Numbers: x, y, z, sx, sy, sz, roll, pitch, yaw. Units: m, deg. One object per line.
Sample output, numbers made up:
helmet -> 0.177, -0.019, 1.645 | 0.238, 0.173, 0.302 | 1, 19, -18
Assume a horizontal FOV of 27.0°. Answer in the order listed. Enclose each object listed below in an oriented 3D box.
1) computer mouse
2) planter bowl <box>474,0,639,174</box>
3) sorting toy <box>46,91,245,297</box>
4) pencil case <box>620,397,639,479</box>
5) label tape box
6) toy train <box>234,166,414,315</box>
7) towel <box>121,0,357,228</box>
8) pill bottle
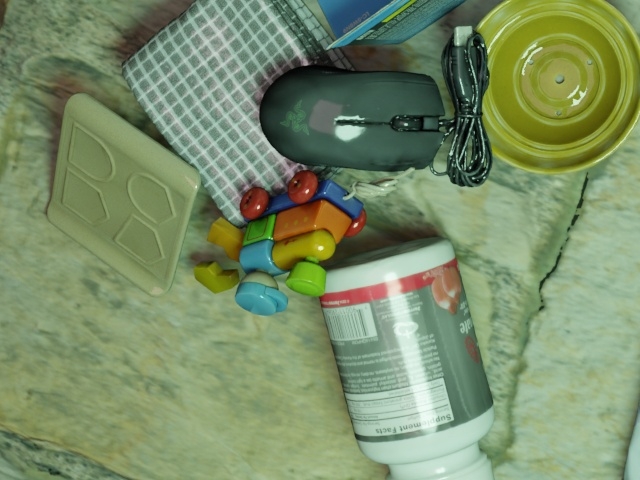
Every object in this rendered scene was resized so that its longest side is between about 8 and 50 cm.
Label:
computer mouse -> 0.062, -0.147, 1.536 | 0.272, 0.072, 0.188 | -2, 101, 4
planter bowl -> 0.279, -0.190, 1.578 | 0.217, 0.090, 0.217 | 3, 100, 16
sorting toy -> -0.220, -0.033, 1.736 | 0.307, 0.041, 0.229 | 35, 134, 12
pencil case -> 0.431, 0.194, 1.575 | 0.113, 0.124, 0.273 | 13, 102, 14
label tape box -> 0.118, -0.321, 1.478 | 0.240, 0.333, 0.106 | -33, 88, 18
toy train -> 0.000, 0.000, 1.548 | 0.248, 0.105, 0.143 | -16, 51, 44
towel -> -0.084, -0.178, 1.672 | 0.235, 0.121, 0.284 | -37, 87, 19
pill bottle -> 0.114, 0.167, 1.636 | 0.176, 0.176, 0.318 | -13, 95, 18
